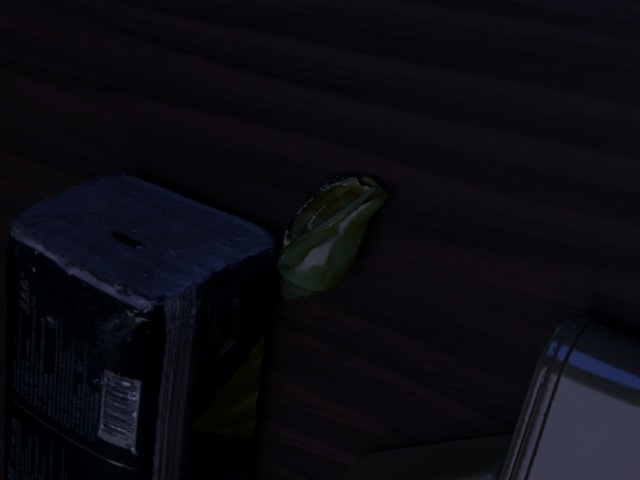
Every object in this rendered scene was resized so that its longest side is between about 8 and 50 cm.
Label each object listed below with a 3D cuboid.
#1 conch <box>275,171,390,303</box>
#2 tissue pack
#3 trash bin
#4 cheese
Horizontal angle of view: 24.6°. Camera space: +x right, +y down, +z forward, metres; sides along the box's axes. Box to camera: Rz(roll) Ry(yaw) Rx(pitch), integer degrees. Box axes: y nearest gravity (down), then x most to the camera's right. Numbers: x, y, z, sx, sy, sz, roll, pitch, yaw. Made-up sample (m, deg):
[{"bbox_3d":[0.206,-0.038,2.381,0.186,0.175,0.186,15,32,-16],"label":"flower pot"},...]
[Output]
[{"bbox_3d":[0.002,0.002,1.684,0.095,0.079,0.200,43,112,30],"label":"conch"},{"bbox_3d":[-0.230,0.164,1.805,0.264,0.253,0.416,24,122,28],"label":"tissue pack"},{"bbox_3d":[0.327,0.225,1.490,0.247,0.121,0.243,20,102,24],"label":"trash bin"},{"bbox_3d":[0.160,0.375,1.697,0.243,0.124,0.265,-16,100,36],"label":"cheese"}]
